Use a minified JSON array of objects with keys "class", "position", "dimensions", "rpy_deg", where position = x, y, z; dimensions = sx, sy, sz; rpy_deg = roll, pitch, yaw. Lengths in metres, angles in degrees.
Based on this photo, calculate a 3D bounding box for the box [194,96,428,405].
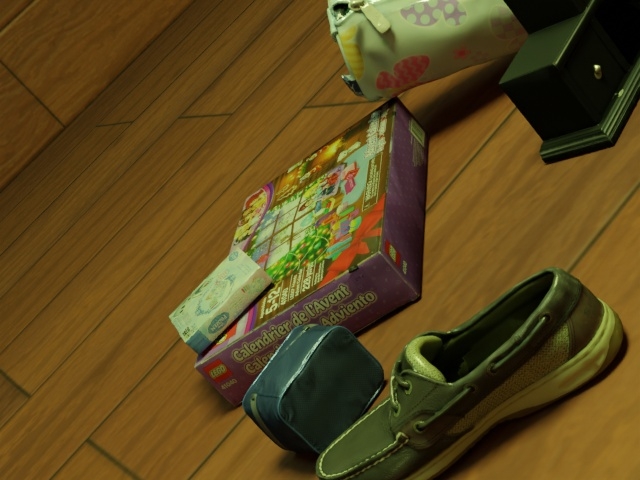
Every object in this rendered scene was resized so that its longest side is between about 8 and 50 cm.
[{"class":"box","position":[0.000,0.000,1.097],"dimensions":[0.201,0.057,0.293],"rpy_deg":[-34,22,23]}]

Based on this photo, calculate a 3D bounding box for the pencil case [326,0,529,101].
[{"class":"pencil case","position":[0.143,-0.227,1.122],"dimensions":[0.273,0.124,0.113],"rpy_deg":[-17,53,15]}]

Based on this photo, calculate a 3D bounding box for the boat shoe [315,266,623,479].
[{"class":"boat shoe","position":[0.079,0.089,0.758],"dimensions":[0.223,0.073,0.080],"rpy_deg":[-34,22,19]}]

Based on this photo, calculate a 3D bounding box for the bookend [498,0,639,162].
[{"class":"bookend","position":[0.193,-0.176,0.963],"dimensions":[0.072,0.157,0.156],"rpy_deg":[-15,33,51]}]

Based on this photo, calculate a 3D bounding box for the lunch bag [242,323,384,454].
[{"class":"lunch bag","position":[-0.006,0.106,0.886],"dimensions":[0.098,0.067,0.065],"rpy_deg":[-51,23,-25]}]

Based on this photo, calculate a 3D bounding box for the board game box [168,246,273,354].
[{"class":"board game box","position":[-0.088,0.051,1.044],"dimensions":[0.090,0.020,0.090],"rpy_deg":[-46,19,-3]}]
